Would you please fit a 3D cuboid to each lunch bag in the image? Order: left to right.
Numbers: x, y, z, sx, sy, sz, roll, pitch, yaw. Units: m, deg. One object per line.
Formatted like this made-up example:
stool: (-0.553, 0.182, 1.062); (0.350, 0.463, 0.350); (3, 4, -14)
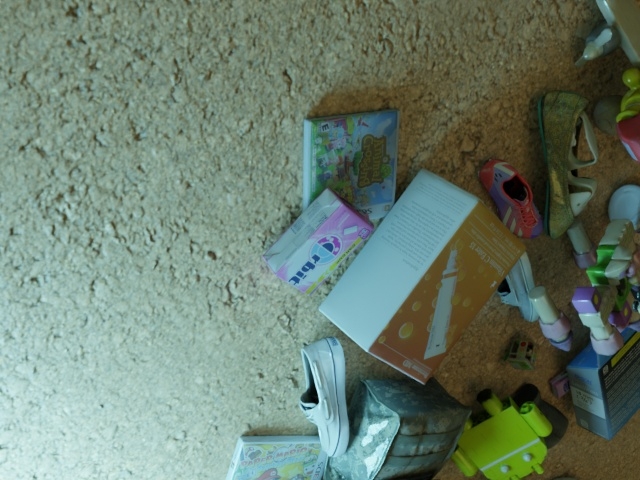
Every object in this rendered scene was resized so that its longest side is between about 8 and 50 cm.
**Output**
lunch bag: (0.157, 0.453, 1.655); (0.235, 0.169, 0.286); (8, 111, -39)

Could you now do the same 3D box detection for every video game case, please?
video game case: (-0.096, 0.507, 1.622); (0.227, 0.026, 0.206); (9, 106, -32)
video game case: (0.058, -0.132, 1.427); (0.194, 0.023, 0.212); (-11, 116, -26)

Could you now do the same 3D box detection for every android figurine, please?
android figurine: (0.430, 0.479, 1.830); (0.248, 0.056, 0.272); (-33, 109, 17)

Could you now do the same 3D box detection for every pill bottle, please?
pill bottle: (0.785, -0.069, 1.818); (0.187, 0.112, 0.111); (6, 108, -31)

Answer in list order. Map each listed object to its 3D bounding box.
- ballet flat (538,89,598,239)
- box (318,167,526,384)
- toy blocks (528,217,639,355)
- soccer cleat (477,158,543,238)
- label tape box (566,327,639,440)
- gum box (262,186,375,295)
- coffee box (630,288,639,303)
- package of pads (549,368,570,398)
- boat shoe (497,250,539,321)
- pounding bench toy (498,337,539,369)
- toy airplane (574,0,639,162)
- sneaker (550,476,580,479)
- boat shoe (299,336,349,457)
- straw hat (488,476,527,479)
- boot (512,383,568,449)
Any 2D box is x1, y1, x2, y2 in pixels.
ballet flat: (0.529, -0.149, 1.621); (0.123, 0.123, 0.348); (-23, 119, -20)
box: (0.201, 0.072, 1.499); (0.215, 0.168, 0.345); (35, 92, -43)
toy blocks: (0.668, 0.130, 1.672); (0.288, 0.309, 0.260); (-53, 123, -30)
soccer cleat: (0.417, -0.076, 1.614); (0.083, 0.095, 0.248); (-46, 125, -5)
label tape box: (0.742, 0.304, 1.942); (0.241, 0.106, 0.333); (-37, 126, -24)
gum box: (0.000, 0.000, 1.403); (0.188, 0.062, 0.107); (-46, 136, 8)
coffee box: (0.960, 0.161, 2.016); (0.297, 0.119, 0.168); (33, 93, -36)
package of pads: (0.630, 0.364, 1.971); (0.083, 0.032, 0.050); (-30, 126, -15)
boat shoe: (0.436, 0.099, 1.725); (0.081, 0.079, 0.227); (-18, 124, 6)
pounding bench toy: (0.470, 0.267, 1.828); (0.052, 0.083, 0.065); (44, 55, -38)
toy airplane: (0.704, -0.315, 1.604); (0.385, 0.273, 0.385); (4, 73, -42)
sneaker: (0.611, 0.758, 2.064); (0.350, 0.148, 0.131); (-14, 118, -24)
boat shoe: (0.002, 0.327, 1.558); (0.088, 0.096, 0.267); (-10, 115, -21)
straw hat: (0.465, 0.637, 1.981); (0.145, 0.061, 0.144); (-26, 138, -27)
boot: (0.531, 0.476, 1.950); (0.190, 0.076, 0.208); (-43, 132, -4)
